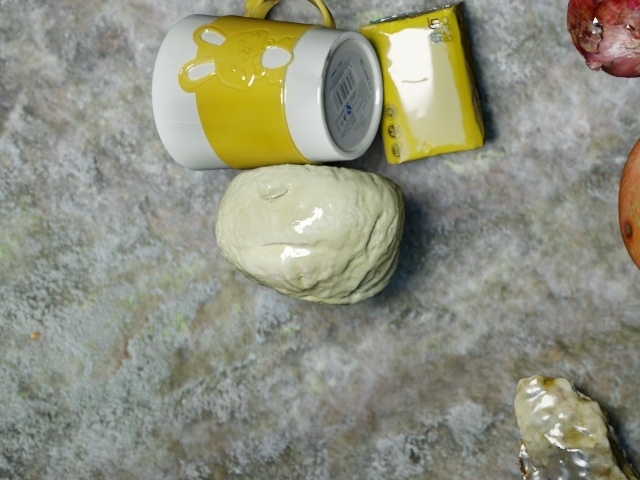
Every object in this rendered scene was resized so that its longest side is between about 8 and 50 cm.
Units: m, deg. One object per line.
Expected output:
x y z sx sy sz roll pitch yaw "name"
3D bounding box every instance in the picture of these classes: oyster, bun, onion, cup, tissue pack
0.310 0.332 1.879 0.166 0.110 0.341 3 103 13 "oyster"
0.000 0.000 1.810 0.244 0.244 0.153 -6 77 14 "bun"
0.362 -0.267 1.738 0.184 0.147 0.184 3 139 3 "onion"
-0.051 -0.192 1.801 0.226 0.185 0.241 5 69 31 "cup"
0.122 -0.183 1.829 0.120 0.082 0.169 -10 99 14 "tissue pack"

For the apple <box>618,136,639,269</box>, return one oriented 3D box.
0.450 -0.030 1.711 0.253 0.253 0.253 3 102 12 "apple"
